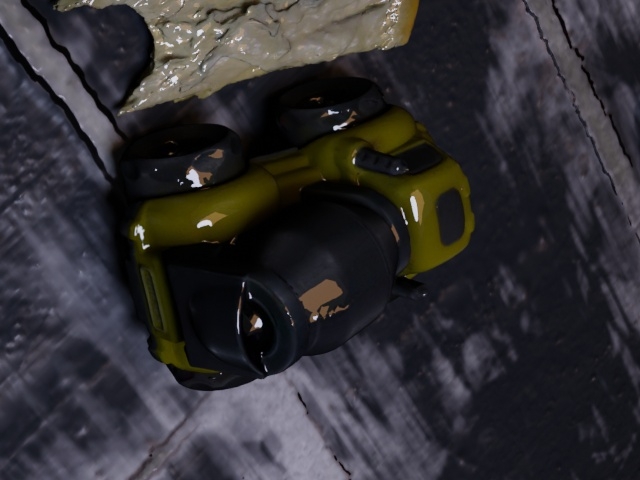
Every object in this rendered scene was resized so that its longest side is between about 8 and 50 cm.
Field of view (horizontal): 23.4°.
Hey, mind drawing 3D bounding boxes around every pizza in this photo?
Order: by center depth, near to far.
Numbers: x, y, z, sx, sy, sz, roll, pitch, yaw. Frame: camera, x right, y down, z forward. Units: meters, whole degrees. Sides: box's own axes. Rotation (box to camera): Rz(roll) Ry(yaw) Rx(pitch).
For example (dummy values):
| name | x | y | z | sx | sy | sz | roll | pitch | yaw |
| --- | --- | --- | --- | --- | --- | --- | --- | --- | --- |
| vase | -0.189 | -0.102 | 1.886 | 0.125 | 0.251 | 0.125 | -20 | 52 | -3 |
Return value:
| name | x | y | z | sx | sy | sz | roll | pitch | yaw |
| --- | --- | --- | --- | --- | --- | --- | --- | --- | --- |
| pizza | -0.040 | -0.167 | 0.907 | 0.262 | 0.034 | 0.181 | -28 | 119 | -32 |

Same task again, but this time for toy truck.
| name | x | y | z | sx | sy | sz | roll | pitch | yaw |
| --- | --- | --- | --- | --- | --- | --- | --- | --- | --- |
| toy truck | 0.000 | 0.000 | 0.896 | 0.224 | 0.165 | 0.147 | -25 | 116 | -34 |
